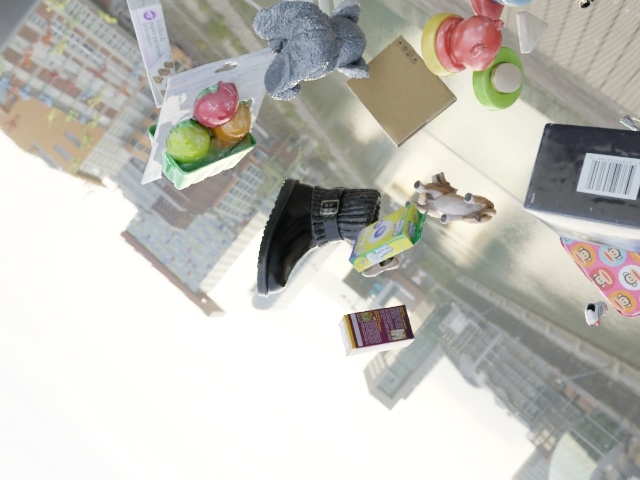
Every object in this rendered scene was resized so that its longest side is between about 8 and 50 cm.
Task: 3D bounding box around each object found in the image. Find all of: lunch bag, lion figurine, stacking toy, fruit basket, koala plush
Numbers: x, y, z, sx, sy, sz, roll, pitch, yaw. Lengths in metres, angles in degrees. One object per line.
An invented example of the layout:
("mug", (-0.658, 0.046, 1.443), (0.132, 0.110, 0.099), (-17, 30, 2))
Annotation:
("lunch bag", (0.762, 0.017, 1.531), (0.120, 0.258, 0.293), (-26, -105, -42))
("lion figurine", (0.432, -0.111, 1.993), (0.240, 0.142, 0.392), (8, -162, -36))
("stacking toy", (0.373, -0.415, 1.237), (0.279, 0.309, 0.130), (34, 170, -33))
("fruit basket", (-0.260, -0.296, 1.469), (0.165, 0.327, 0.353), (45, 140, 17))
("koala plush", (0.009, -0.409, 1.316), (0.221, 0.197, 0.203), (-12, -175, -34))

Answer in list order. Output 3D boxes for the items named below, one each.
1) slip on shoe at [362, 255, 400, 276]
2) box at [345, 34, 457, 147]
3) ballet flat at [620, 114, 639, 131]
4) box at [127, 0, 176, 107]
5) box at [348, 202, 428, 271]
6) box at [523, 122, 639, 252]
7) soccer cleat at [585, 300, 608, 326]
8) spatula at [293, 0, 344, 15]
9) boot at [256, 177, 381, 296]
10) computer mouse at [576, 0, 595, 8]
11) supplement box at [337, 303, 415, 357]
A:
("slip on shoe", (0.203, 0.085, 2.160), (0.041, 0.135, 0.052), (50, -148, -49))
("box", (0.174, -0.329, 1.390), (0.201, 0.164, 0.021), (54, -170, 19))
("ballet flat", (0.986, -0.351, 1.963), (0.114, 0.041, 0.041), (52, -172, 23))
("box", (-0.364, -0.419, 1.396), (0.324, 0.063, 0.067), (101, 149, -66))
("box", (0.145, -0.010, 1.328), (0.043, 0.179, 0.105), (46, -140, -21))
("box", (0.593, -0.082, 1.216), (0.296, 0.183, 0.294), (15, 178, 36))
("soccer cleat", (0.487, 0.121, 1.120), (0.083, 0.029, 0.036), (-34, -79, -48))
("spatula", (-0.003, -0.719, 1.747), (0.168, 0.242, 0.019), (-5, 175, -16))
("boot", (0.000, -0.003, 1.537), (0.259, 0.348, 0.131), (12, 152, 10))
("computer mouse", (0.583, -0.489, 1.190), (0.106, 0.192, 0.042), (-19, -91, -77))
("supplement box", (0.154, 0.252, 1.762), (0.081, 0.188, 0.104), (113, 146, -60))
